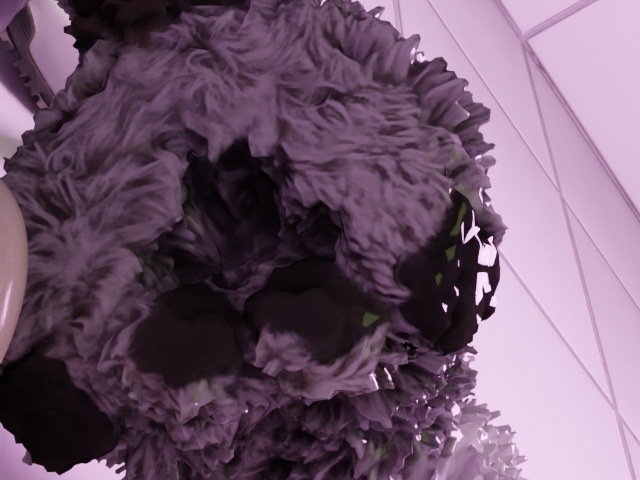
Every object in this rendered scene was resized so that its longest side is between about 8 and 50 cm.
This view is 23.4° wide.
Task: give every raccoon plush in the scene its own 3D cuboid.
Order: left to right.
[{"bbox_3d":[0.000,0.000,0.763,0.299,0.216,0.446,65,22,-54],"label":"raccoon plush"}]

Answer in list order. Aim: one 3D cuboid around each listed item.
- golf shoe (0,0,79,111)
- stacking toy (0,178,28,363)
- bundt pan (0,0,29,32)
[{"bbox_3d":[-0.092,-0.097,0.970,0.273,0.120,0.105,46,25,-37],"label":"golf shoe"},{"bbox_3d":[-0.252,-0.039,0.466,0.330,0.141,0.141,38,29,-37],"label":"stacking toy"},{"bbox_3d":[-0.243,-0.223,0.738,0.331,0.124,0.331,52,20,-27],"label":"bundt pan"}]
